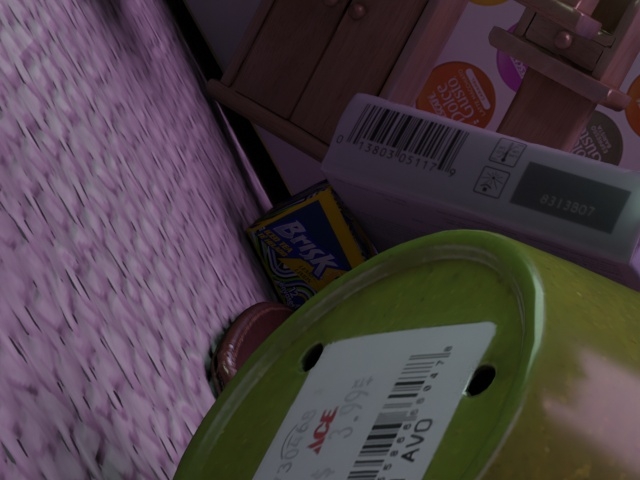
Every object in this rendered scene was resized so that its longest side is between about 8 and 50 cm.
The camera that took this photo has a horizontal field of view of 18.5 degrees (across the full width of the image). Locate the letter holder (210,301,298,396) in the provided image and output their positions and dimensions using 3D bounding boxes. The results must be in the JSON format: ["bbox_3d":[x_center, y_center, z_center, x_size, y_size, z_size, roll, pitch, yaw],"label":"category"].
[{"bbox_3d":[0.073,0.095,0.915,0.214,0.152,0.302,62,6,2],"label":"letter holder"}]

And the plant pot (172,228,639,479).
[{"bbox_3d":[0.100,0.138,0.580,0.293,0.275,0.275,45,14,-25],"label":"plant pot"}]

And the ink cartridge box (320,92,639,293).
[{"bbox_3d":[0.122,0.019,1.086,0.189,0.066,0.232,18,-16,30],"label":"ink cartridge box"}]

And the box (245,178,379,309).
[{"bbox_3d":[0.000,0.000,1.148,0.059,0.054,0.169,63,5,-3],"label":"box"}]

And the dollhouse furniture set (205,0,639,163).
[{"bbox_3d":[-0.022,-0.131,1.024,0.303,0.174,0.355,31,10,19],"label":"dollhouse furniture set"}]

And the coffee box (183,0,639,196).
[{"bbox_3d":[0.103,-0.163,1.386,0.337,0.334,0.338,61,4,-10],"label":"coffee box"}]
